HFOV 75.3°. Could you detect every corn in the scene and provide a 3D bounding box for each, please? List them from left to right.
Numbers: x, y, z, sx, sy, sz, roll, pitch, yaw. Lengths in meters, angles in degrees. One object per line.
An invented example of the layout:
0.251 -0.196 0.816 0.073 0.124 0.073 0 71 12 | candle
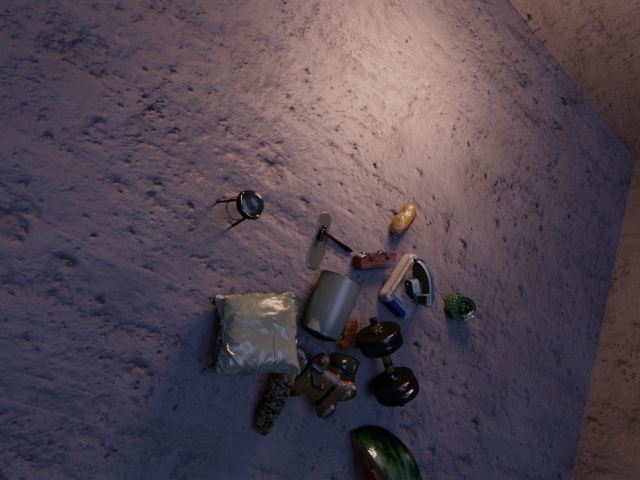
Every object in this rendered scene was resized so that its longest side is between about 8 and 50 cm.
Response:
-0.158 0.541 1.421 0.086 0.086 0.253 21 93 -29 | corn

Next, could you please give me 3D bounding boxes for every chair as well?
-0.249 -0.111 1.339 0.095 0.222 0.104 -38 107 -23 | chair

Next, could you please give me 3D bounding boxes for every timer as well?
0.376 0.196 1.785 0.178 0.078 0.253 45 66 -22 | timer

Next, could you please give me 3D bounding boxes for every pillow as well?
-0.207 0.306 1.359 0.310 0.138 0.283 5 62 -29 | pillow

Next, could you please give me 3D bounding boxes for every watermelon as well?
0.292 0.902 1.619 0.292 0.222 0.319 0 87 -27 | watermelon

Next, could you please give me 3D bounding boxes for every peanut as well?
0.360 -0.094 1.793 0.080 0.080 0.174 46 63 -21 | peanut

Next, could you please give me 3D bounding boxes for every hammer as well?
0.062 0.008 1.636 0.178 0.021 0.065 34 70 -30 | hammer

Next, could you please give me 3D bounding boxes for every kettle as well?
0.047 0.260 1.548 0.221 0.161 0.236 45 63 -55 | kettle

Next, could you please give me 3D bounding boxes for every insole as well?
0.000 0.000 1.609 0.080 0.003 0.231 22 76 -29 | insole

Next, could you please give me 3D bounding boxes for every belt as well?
0.654 0.314 1.952 0.151 0.079 0.121 12 91 -19 | belt

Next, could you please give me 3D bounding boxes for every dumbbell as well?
0.266 0.484 1.643 0.185 0.185 0.388 -24 101 -30 | dumbbell

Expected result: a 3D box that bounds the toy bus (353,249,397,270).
0.225 0.082 1.709 0.192 0.065 0.077 -2 100 -31 | toy bus

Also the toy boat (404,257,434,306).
0.404 0.178 1.705 0.102 0.088 0.215 -9 94 -31 | toy boat

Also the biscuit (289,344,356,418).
-0.031 0.494 1.481 0.197 0.049 0.301 -45 91 -2 | biscuit

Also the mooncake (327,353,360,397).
0.084 0.521 1.578 0.168 0.104 0.175 -29 106 -35 | mooncake

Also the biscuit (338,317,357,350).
0.112 0.369 1.624 0.102 0.019 0.130 42 67 -55 | biscuit
